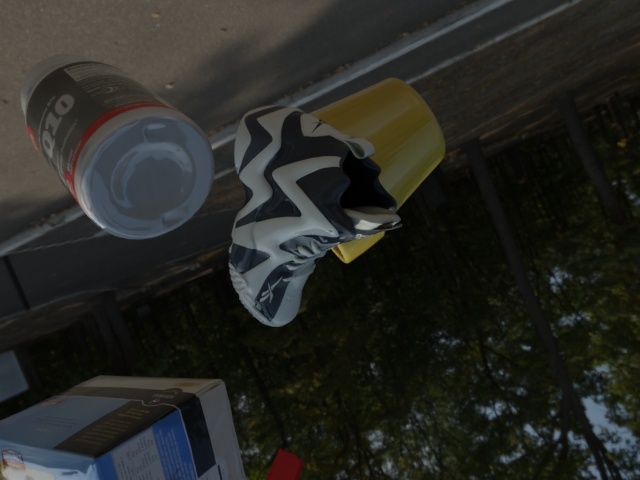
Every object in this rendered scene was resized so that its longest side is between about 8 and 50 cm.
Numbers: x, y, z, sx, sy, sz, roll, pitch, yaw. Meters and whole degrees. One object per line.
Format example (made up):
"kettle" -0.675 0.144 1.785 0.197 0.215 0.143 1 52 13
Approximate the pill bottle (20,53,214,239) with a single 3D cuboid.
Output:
"pill bottle" -0.276 -0.136 0.606 0.161 0.161 0.283 -23 -135 -35

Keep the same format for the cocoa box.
"cocoa box" -0.326 0.365 0.737 0.347 0.232 0.228 -9 -175 32

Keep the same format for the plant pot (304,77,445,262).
"plant pot" 0.063 -0.130 0.772 0.239 0.254 0.254 -36 -178 -4

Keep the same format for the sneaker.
"sneaker" 0.000 0.000 0.444 0.153 0.235 0.094 19 -156 30

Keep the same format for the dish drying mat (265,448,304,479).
"dish drying mat" -0.043 0.254 0.479 0.008 0.032 0.083 -66 175 31
